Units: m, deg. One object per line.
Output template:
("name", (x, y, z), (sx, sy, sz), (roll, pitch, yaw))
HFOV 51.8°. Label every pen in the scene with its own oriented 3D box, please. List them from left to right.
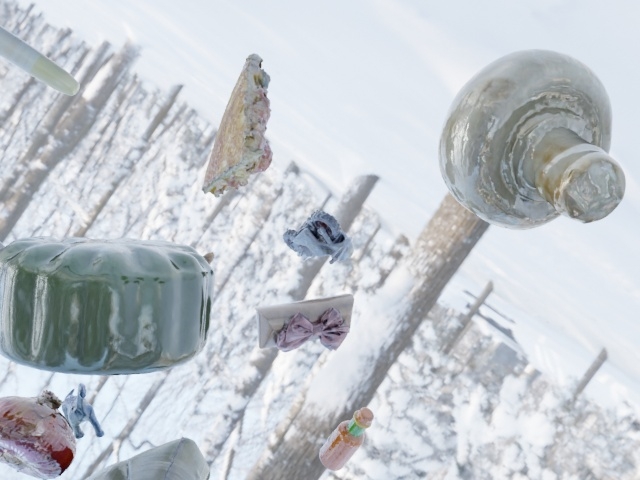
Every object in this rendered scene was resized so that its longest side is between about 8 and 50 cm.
("pen", (-0.381, -0.235, 0.742), (0.233, 0.032, 0.040), (33, -136, -15))

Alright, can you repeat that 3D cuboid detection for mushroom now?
("mushroom", (0.231, -0.109, 0.714), (0.206, 0.206, 0.209), (36, 179, -2))

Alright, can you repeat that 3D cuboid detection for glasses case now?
("glasses case", (-0.020, 0.164, 1.212), (0.193, 0.102, 0.070), (-6, -171, -23))

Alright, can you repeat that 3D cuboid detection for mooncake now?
("mooncake", (-0.348, 0.088, 1.061), (0.351, 0.187, 0.351), (8, -175, -1))

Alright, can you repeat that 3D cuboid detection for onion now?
("onion", (-0.613, 0.394, 1.388), (0.230, 0.163, 0.230), (11, 144, 8))

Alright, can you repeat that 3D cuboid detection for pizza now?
("pizza", (-0.096, -0.120, 0.841), (0.053, 0.201, 0.193), (16, -154, -22))

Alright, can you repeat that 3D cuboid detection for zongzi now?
("zongzi", (-0.450, 0.595, 1.393), (0.356, 0.393, 0.174), (-95, -12, -81))

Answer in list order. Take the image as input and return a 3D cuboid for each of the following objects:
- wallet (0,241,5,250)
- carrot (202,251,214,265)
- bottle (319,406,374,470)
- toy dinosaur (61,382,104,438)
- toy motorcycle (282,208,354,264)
("wallet", (-0.600, 0.065, 1.207), (0.245, 0.052, 0.168), (57, -170, -36))
("carrot", (-0.339, 0.113, 1.706), (0.061, 0.209, 0.061), (38, -175, -4))
("bottle", (0.063, 0.435, 1.458), (0.069, 0.187, 0.069), (20, -144, -16))
("toy dinosaur", (-0.586, 0.372, 1.575), (0.075, 0.188, 0.248), (-17, -153, -28))
("toy motorcycle", (0.000, 0.000, 1.412), (0.122, 0.080, 0.215), (45, 152, -10))
